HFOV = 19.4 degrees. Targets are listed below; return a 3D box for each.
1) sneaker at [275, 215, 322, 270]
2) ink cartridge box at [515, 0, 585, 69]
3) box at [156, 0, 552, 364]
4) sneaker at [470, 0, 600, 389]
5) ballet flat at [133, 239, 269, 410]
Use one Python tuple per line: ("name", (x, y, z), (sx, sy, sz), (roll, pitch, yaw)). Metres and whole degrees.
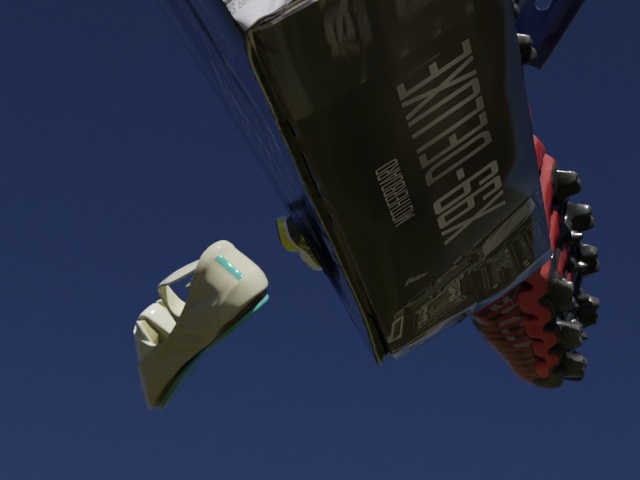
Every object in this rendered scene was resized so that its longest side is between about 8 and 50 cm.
("sneaker", (0.000, 0.000, 1.379), (0.035, 0.031, 0.083), (-17, -20, 25))
("ink cartridge box", (0.044, -0.221, 1.348), (0.333, 0.065, 0.165), (20, -46, -9))
("box", (-0.040, -0.135, 0.612), (0.076, 0.307, 0.242), (-31, -24, -3))
("sneaker", (0.079, -0.021, 1.095), (0.135, 0.097, 0.276), (-9, -53, 23))
("ballet flat", (-0.122, 0.074, 1.696), (0.086, 0.086, 0.248), (16, -34, -20))
